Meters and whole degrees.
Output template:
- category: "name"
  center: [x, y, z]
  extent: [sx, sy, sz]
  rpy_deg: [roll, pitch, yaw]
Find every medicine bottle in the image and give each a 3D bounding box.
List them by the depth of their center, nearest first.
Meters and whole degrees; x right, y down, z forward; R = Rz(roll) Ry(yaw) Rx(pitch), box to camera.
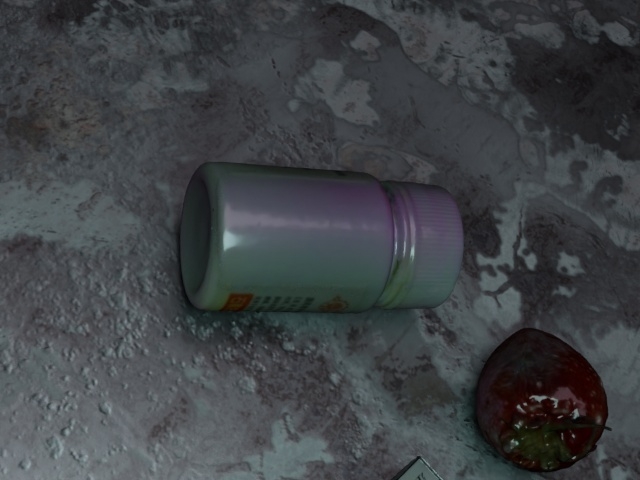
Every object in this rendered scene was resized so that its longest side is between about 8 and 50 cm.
- category: "medicine bottle"
  center: [0.000, 0.000, 1.516]
  extent: [0.388, 0.219, 0.219]
  rpy_deg: [1, 59, -21]

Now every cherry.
- category: "cherry"
  center: [0.330, 0.231, 1.536]
  extent: [0.175, 0.192, 0.250]
  rpy_deg: [52, 25, -39]

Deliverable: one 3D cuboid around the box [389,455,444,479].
- category: "box"
  center: [0.062, 0.455, 1.298]
  extent: [0.173, 0.145, 0.333]
  rpy_deg: [46, 53, 12]
